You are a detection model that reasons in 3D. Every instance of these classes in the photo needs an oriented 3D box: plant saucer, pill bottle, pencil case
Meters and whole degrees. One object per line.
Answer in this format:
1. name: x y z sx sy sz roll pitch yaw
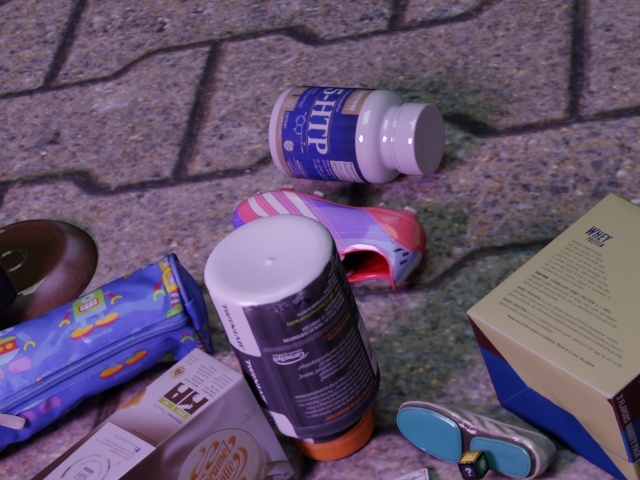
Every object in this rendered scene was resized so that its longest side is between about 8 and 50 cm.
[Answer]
1. plant saucer: -0.368 0.035 2.171 0.199 0.036 0.198 -14 38 11
2. pill bottle: 0.045 -0.123 2.100 0.187 0.112 0.112 5 45 30
3. pencil case: -0.264 0.127 1.945 0.306 0.119 0.133 -26 22 -5
4. pill bottle: -0.018 0.104 1.755 0.130 0.245 0.130 -12 38 10

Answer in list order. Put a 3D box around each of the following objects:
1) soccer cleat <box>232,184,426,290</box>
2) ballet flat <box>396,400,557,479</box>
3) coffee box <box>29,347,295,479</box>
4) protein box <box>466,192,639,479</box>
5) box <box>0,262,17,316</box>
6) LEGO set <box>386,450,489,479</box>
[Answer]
1. soccer cleat: 0.000 0.000 2.007 0.248 0.083 0.095 7 51 28
2. ballet flat: 0.152 0.192 1.740 0.168 0.057 0.052 19 26 35
3. coffee box: -0.164 0.240 1.743 0.246 0.141 0.098 -38 34 -20
4. protein box: 0.290 0.093 1.711 0.201 0.136 0.200 -38 40 -19
5. box: -0.575 0.155 2.032 0.318 0.097 0.395 1 41 35
6. LEGO set: 0.040 0.252 1.668 0.244 0.060 0.182 -18 19 6
